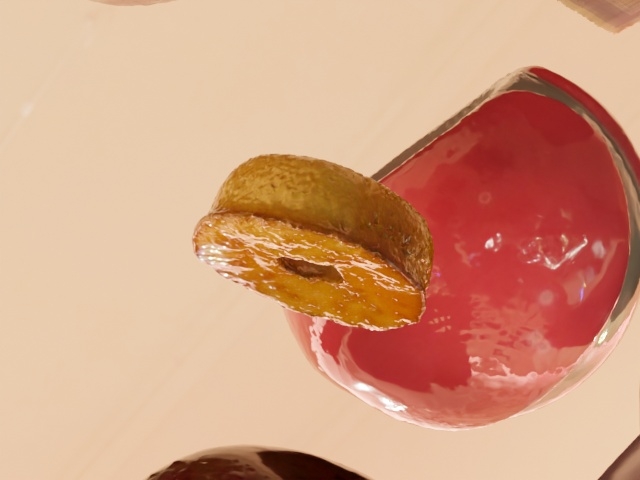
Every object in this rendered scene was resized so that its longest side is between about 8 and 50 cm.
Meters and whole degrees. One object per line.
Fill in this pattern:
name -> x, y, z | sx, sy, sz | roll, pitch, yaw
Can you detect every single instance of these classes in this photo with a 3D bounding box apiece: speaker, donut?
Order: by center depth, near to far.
donut -> 0.000, 0.000, 1.187 | 0.152, 0.152, 0.058 | 28, -114, -18
speaker -> 0.108, 0.008, 1.467 | 0.294, 0.294, 0.294 | 24, -140, -22

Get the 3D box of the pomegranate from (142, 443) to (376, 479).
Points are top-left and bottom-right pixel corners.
pomegranate -> -0.057, 0.299, 1.323 | 0.291, 0.323, 0.291 | 38, -163, -14

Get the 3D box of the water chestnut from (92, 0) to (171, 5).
water chestnut -> -0.082, -0.210, 0.842 | 0.238, 0.223, 0.223 | 14, -135, -35

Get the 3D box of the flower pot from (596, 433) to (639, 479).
flower pot -> 0.254, 0.155, 0.885 | 0.265, 0.265, 0.243 | 44, -133, 2

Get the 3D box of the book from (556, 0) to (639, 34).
book -> 0.304, -0.261, 1.439 | 0.228, 0.322, 0.018 | 18, -131, -56
